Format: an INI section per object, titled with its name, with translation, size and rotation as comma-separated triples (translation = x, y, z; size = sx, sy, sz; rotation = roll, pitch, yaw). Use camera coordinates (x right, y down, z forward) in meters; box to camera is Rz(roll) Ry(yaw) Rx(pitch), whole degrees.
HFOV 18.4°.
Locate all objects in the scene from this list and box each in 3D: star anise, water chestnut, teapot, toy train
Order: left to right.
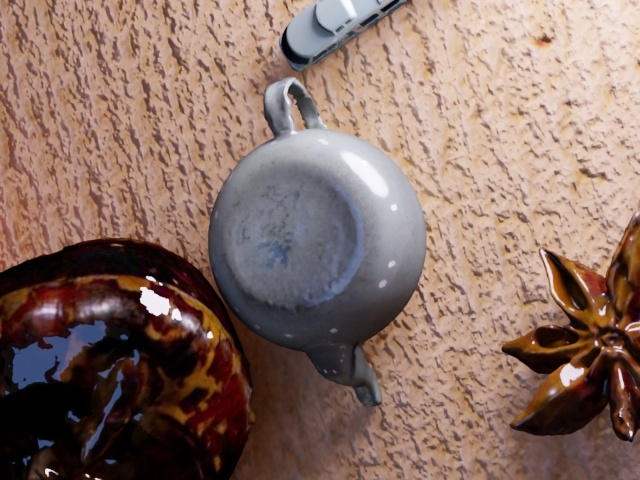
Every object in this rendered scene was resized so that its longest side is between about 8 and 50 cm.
[water chestnut]
translation = -0.201, 0.150, 1.695
size = 0.300, 0.300, 0.300
rotation = -1, 88, 20
[teapot]
translation = 0.000, 0.000, 1.718
size = 0.193, 0.129, 0.294
rotation = -14, 81, 19
[toy train]
translation = 0.048, -0.220, 1.748
size = 0.207, 0.047, 0.043
rotation = -34, 76, 15
[star anise]
translation = 0.241, 0.089, 1.634
size = 0.196, 0.111, 0.212
rotation = -23, 73, 12
